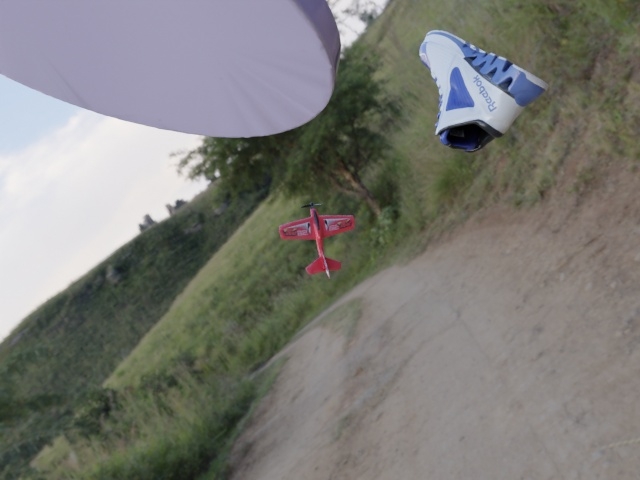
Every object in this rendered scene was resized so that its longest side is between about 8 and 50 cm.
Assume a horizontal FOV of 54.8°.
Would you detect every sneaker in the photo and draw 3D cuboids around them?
[{"bbox_3d":[0.266,-0.276,1.181,0.182,0.127,0.315,-59,36,15],"label":"sneaker"}]

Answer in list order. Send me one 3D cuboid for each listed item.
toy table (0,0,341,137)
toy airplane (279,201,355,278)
[{"bbox_3d":[-0.114,-0.187,0.369,0.252,0.274,0.161,-34,40,53],"label":"toy table"},{"bbox_3d":[0.000,0.000,1.149,0.151,0.151,0.028,-37,-4,-22],"label":"toy airplane"}]
